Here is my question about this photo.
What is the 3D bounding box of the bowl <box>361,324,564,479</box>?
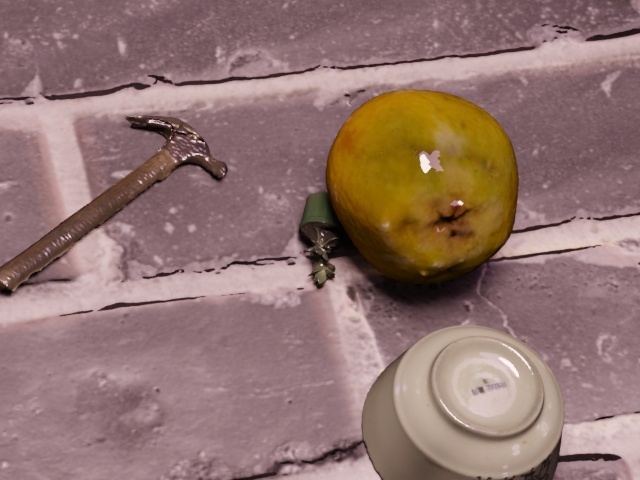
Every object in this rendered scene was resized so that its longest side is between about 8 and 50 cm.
[{"bbox_3d":[0.155,0.171,1.776,0.212,0.112,0.211,6,58,-9],"label":"bowl"}]

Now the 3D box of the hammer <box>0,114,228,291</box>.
[{"bbox_3d":[-0.234,-0.035,1.878,0.125,0.027,0.297,40,58,14],"label":"hammer"}]

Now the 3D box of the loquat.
[{"bbox_3d":[0.105,-0.068,1.873,0.214,0.213,0.246,1,26,-11],"label":"loquat"}]

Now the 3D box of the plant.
[{"bbox_3d":[0.000,0.000,1.891,0.051,0.051,0.102,8,61,-7],"label":"plant"}]
